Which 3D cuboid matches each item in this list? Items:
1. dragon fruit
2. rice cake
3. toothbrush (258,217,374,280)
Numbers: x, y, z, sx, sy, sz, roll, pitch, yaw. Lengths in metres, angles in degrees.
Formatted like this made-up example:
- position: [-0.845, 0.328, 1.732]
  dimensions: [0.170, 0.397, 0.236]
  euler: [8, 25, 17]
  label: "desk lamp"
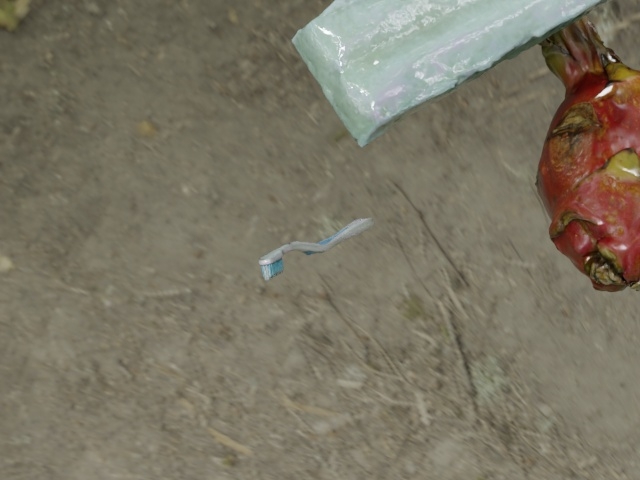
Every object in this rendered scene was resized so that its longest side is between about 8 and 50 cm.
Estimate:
- position: [0.201, -0.083, 1.037]
  dimensions: [0.125, 0.125, 0.246]
  euler: [-48, 54, 49]
  label: "dragon fruit"
- position: [0.096, -0.144, 0.921]
  dimensions: [0.226, 0.040, 0.085]
  euler: [-30, 78, -18]
  label: "rice cake"
- position: [0.000, 0.000, 0.969]
  dimensions: [0.014, 0.162, 0.017]
  euler: [-3, 101, 27]
  label: "toothbrush"
